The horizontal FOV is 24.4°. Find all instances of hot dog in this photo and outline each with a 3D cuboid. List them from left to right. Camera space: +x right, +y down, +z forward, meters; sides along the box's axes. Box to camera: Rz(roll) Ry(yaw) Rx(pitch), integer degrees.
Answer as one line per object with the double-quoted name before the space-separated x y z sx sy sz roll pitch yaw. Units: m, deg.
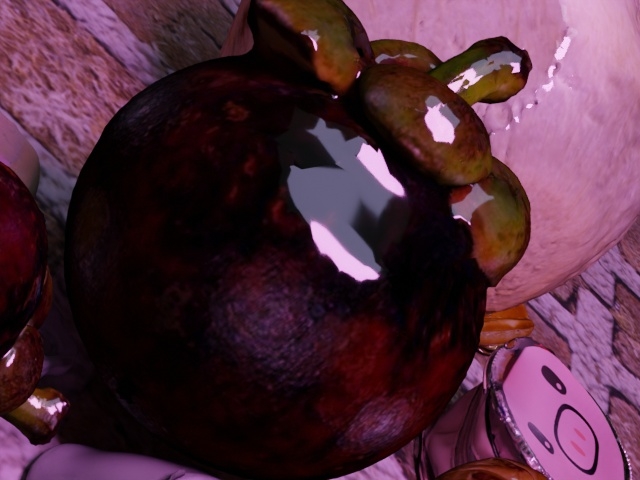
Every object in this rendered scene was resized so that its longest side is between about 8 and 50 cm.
"hot dog" 0.161 0.084 1.451 0.133 0.041 0.056 5 49 -44

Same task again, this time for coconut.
"coconut" 0.092 -0.134 1.270 0.416 0.344 0.415 0 46 0

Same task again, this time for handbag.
"handbag" 0.174 0.186 1.245 0.179 0.116 0.205 45 28 -6

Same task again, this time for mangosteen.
"mangosteen" -0.222 0.032 0.810 0.172 0.172 0.184 -3 81 -57
"mangosteen" -0.016 0.006 0.965 0.311 0.311 0.311 36 30 -24

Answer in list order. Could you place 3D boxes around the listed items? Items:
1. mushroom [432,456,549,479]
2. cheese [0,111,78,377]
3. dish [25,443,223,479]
"mushroom" 0.129 0.273 1.041 0.253 0.153 0.253 37 37 -35
"cheese" -0.239 -0.034 0.958 0.286 0.082 0.163 58 29 11
"dish" -0.078 0.202 0.886 0.229 0.081 0.229 36 29 -24
